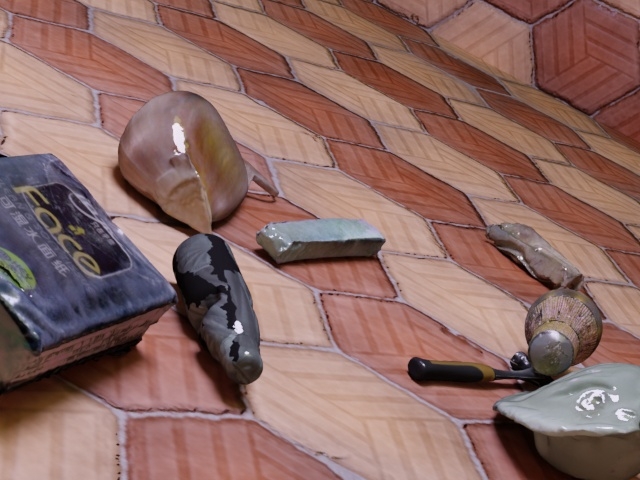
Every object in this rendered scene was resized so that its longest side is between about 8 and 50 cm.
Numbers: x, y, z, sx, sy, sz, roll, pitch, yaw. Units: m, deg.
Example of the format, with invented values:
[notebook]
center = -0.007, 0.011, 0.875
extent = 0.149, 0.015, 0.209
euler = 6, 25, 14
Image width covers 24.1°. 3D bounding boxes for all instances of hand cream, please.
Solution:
[hand cream]
center = 0.246, 0.101, 1.537
extent = 0.084, 0.084, 0.203
euler = 28, 10, 8

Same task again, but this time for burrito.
[burrito]
center = 0.279, 0.020, 1.935
extent = 0.055, 0.041, 0.149
euler = -8, 36, -38

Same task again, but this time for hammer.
[hammer]
center = 0.165, 0.135, 1.496
extent = 0.201, 0.021, 0.078
euler = 8, 25, -44

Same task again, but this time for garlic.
[garlic]
center = -0.131, -0.094, 1.634
extent = 0.129, 0.148, 0.266
euler = -7, 10, 25

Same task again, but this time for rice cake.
[rice cake]
center = 0.000, 0.000, 1.630
extent = 0.043, 0.034, 0.211
euler = 44, 24, 24

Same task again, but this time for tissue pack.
[tissue pack]
center = -0.223, 0.018, 1.134
extent = 0.173, 0.073, 0.235
euler = 49, 18, 9

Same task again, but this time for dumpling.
[dumpling]
center = 0.248, 0.176, 1.396
extent = 0.219, 0.153, 0.108
euler = 12, 56, -78

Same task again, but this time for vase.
[vase]
center = -0.085, 0.062, 1.300
extent = 0.060, 0.060, 0.211
euler = 18, 18, -22

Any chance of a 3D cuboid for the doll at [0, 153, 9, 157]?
[doll]
center = -0.383, -0.100, 1.309
extent = 0.249, 0.088, 0.127
euler = 12, 22, -45
